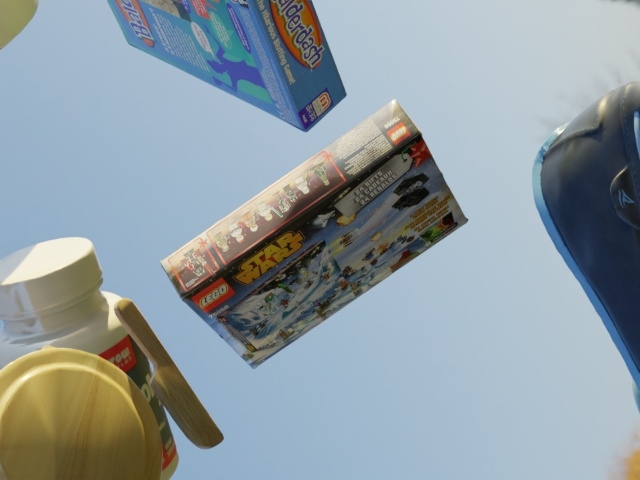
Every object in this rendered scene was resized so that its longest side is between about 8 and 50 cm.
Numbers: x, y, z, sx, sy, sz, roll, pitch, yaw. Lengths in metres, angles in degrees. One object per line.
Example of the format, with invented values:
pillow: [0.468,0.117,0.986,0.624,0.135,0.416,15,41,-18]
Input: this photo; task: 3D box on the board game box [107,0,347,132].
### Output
board game box: [-0.087,-0.178,0.992,0.047,0.210,0.160,-44,-42,-20]

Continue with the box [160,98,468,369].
box: [0.000,0.000,0.701,0.027,0.137,0.094,56,-179,32]

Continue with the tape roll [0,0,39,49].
tape roll: [-0.371,-0.215,1.141,0.246,0.246,0.169,-71,-37,-54]

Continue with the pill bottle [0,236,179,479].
pill bottle: [-0.175,0.096,1.017,0.108,0.108,0.180,-56,-46,-62]

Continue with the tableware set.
tableware set: [-0.083,0.137,0.613,0.128,0.039,0.194,-34,-90,-40]

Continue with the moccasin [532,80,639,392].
moccasin: [0.249,0.058,0.827,0.137,0.117,0.342,-30,-102,-40]

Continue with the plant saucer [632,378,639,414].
plant saucer: [0.247,0.078,0.989,0.119,0.021,0.119,-25,-56,-42]
